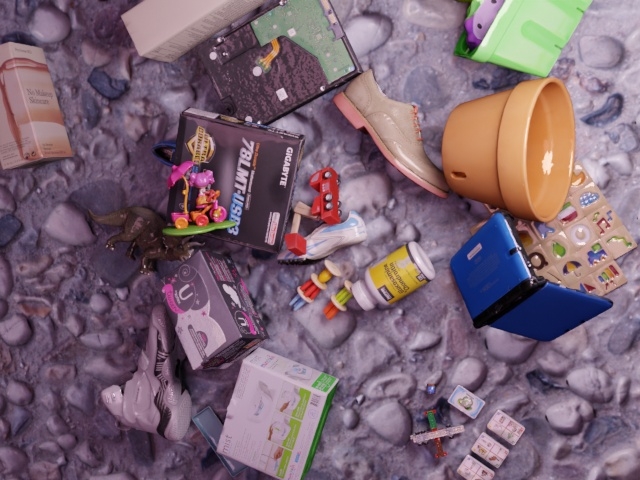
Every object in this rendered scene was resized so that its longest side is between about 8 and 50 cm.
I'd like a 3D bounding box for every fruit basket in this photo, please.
[{"bbox_3d":[0.359,-0.552,1.525,0.391,0.283,0.392,0,107,0],"label":"fruit basket"}]

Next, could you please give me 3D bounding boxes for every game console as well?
[{"bbox_3d":[0.439,0.087,1.604,0.173,0.293,0.250,-13,71,-18],"label":"game console"}]

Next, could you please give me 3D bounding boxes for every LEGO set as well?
[{"bbox_3d":[0.335,0.451,1.791,0.244,0.060,0.183,33,93,8],"label":"LEGO set"}]

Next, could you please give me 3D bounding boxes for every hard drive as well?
[{"bbox_3d":[-0.097,-0.422,1.760,0.338,0.064,0.237,-26,91,18],"label":"hard drive"}]

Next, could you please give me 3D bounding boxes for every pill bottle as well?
[{"bbox_3d":[0.167,0.089,1.741,0.184,0.103,0.103,-33,88,18],"label":"pill bottle"}]

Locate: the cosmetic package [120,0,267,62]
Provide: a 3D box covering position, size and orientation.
[{"bbox_3d":[-0.289,-0.546,1.747,0.309,0.160,0.113,-26,90,17],"label":"cosmetic package"}]

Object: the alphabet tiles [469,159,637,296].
[{"bbox_3d":[0.518,-0.008,1.677,0.285,0.011,0.343,-34,88,18],"label":"alphabet tiles"}]

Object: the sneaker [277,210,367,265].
[{"bbox_3d":[0.000,0.000,1.792,0.237,0.085,0.086,-22,73,19],"label":"sneaker"}]

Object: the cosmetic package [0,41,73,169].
[{"bbox_3d":[-0.763,-0.341,1.915,0.129,0.153,0.296,-14,96,16],"label":"cosmetic package"}]

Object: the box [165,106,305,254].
[{"bbox_3d":[-0.207,-0.142,1.786,0.293,0.073,0.296,15,112,4],"label":"box"}]

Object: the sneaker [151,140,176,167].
[{"bbox_3d":[-0.321,-0.196,1.848,0.209,0.082,0.069,18,100,11],"label":"sneaker"}]

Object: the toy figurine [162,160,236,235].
[{"bbox_3d":[-0.288,-0.104,1.726,0.173,0.130,0.159,-7,102,-11],"label":"toy figurine"}]

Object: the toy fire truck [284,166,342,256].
[{"bbox_3d":[-0.018,-0.070,1.758,0.135,0.047,0.192,-19,57,27],"label":"toy fire truck"}]

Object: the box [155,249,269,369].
[{"bbox_3d":[-0.267,0.172,1.819,0.163,0.142,0.247,-35,68,17],"label":"box"}]

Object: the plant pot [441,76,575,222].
[{"bbox_3d":[0.387,-0.187,1.558,0.203,0.290,0.291,5,100,36],"label":"plant pot"}]

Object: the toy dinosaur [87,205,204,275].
[{"bbox_3d":[-0.446,-0.014,1.910,0.313,0.121,0.160,34,94,13],"label":"toy dinosaur"}]

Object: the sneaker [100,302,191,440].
[{"bbox_3d":[-0.458,0.341,1.935,0.210,0.137,0.366,0,101,13],"label":"sneaker"}]

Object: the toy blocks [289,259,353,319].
[{"bbox_3d":[0.006,0.140,1.819,0.123,0.054,0.148,47,107,5],"label":"toy blocks"}]

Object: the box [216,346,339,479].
[{"bbox_3d":[-0.109,0.438,1.859,0.231,0.127,0.262,19,103,13],"label":"box"}]

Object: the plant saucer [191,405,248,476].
[{"bbox_3d":[-0.261,0.530,1.973,0.067,0.018,0.192,-36,88,17],"label":"plant saucer"}]

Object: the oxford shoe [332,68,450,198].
[{"bbox_3d":[0.185,-0.241,1.680,0.348,0.123,0.130,46,102,4],"label":"oxford shoe"}]
